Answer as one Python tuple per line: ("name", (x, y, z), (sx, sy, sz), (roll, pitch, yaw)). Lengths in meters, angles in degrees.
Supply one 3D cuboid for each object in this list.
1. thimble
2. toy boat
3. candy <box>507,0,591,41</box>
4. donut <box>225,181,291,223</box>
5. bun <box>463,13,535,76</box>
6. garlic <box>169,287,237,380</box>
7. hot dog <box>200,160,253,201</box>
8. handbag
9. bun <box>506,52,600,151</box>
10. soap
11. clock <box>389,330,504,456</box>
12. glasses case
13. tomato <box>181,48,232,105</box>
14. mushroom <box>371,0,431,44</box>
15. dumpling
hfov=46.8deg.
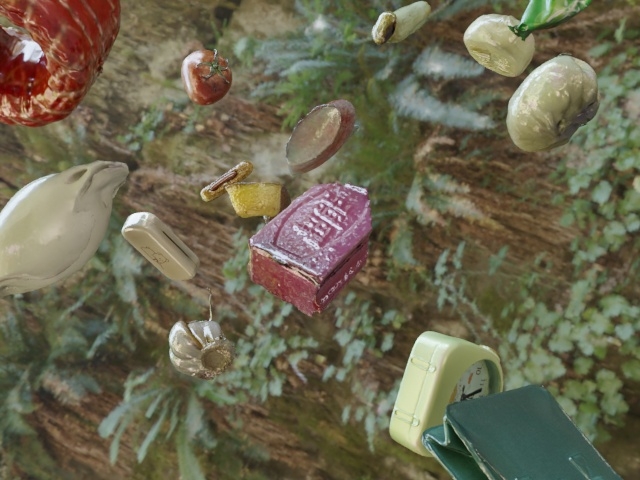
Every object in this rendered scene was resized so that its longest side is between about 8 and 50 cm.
("thimble", (-0.537, -0.376, 1.307), (0.350, 0.350, 0.231), (85, -167, -53))
("toy boat", (0.018, -0.226, 1.661), (0.206, 0.096, 0.282), (-52, -7, 16))
("candy", (0.389, -0.398, 1.175), (0.203, 0.078, 0.141), (-36, 14, 23))
("donut", (-0.175, -0.118, 2.547), (0.295, 0.151, 0.112), (21, -121, -54))
("bun", (0.503, -0.555, 2.063), (0.128, 0.193, 0.178), (-57, -26, -6))
("garlic", (-0.322, 0.278, 2.153), (0.257, 0.207, 0.207), (-65, -19, -13))
("hot dog", (-0.331, -0.212, 2.631), (0.215, 0.066, 0.047), (-35, -22, -9))
("handbag", (0.340, 0.358, 1.220), (0.326, 0.238, 0.089), (3, -54, -45))
("bun", (0.608, -0.342, 1.913), (0.272, 0.168, 0.273), (-22, -34, -16))
("soap", (0.000, 0.000, 1.265), (0.250, 0.162, 0.099), (-44, -32, -41))
("clock", (0.334, 0.384, 1.837), (0.348, 0.117, 0.286), (17, -90, -46))
("glasses case", (-0.337, 0.015, 1.572), (0.196, 0.083, 0.050), (50, -137, -39))
("tomato", (-0.346, -0.488, 2.231), (0.167, 0.167, 0.167), (-54, -24, -37))
("mushroom", (0.246, -0.643, 2.189), (0.100, 0.081, 0.312), (-49, -6, 37))
("dumpling", (-0.502, -0.009, 1.390), (0.260, 0.181, 0.341), (154, 137, -81))
